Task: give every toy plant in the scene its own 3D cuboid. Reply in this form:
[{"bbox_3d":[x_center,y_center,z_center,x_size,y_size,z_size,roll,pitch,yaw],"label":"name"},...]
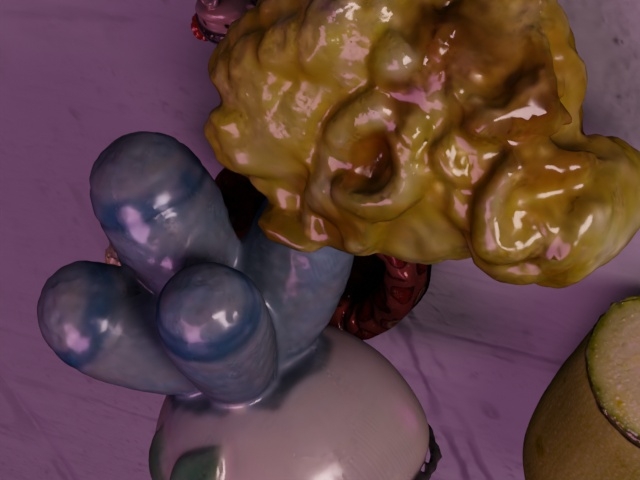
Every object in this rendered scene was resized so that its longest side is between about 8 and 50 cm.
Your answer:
[{"bbox_3d":[-0.072,0.062,1.358,0.247,0.247,0.332,3,127,43],"label":"toy plant"}]

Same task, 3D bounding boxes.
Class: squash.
[{"bbox_3d":[0.221,0.152,1.345,0.132,0.132,0.247,32,149,7],"label":"squash"}]

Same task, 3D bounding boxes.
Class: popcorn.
[{"bbox_3d":[0.061,-0.091,1.138,0.286,0.174,0.225,13,135,33],"label":"popcorn"}]

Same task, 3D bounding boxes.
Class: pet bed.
[{"bbox_3d":[0.000,0.000,1.438,0.201,0.053,0.201,22,142,19],"label":"pet bed"}]

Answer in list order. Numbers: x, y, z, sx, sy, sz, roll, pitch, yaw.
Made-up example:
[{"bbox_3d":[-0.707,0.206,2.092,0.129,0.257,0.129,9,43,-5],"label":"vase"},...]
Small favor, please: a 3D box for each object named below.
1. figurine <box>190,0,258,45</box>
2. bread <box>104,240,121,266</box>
[{"bbox_3d":[-0.074,-0.181,1.268,0.060,0.047,0.106,11,140,23],"label":"figurine"},{"bbox_3d":[-0.125,0.027,1.577,0.125,0.082,0.106,19,157,9],"label":"bread"}]
